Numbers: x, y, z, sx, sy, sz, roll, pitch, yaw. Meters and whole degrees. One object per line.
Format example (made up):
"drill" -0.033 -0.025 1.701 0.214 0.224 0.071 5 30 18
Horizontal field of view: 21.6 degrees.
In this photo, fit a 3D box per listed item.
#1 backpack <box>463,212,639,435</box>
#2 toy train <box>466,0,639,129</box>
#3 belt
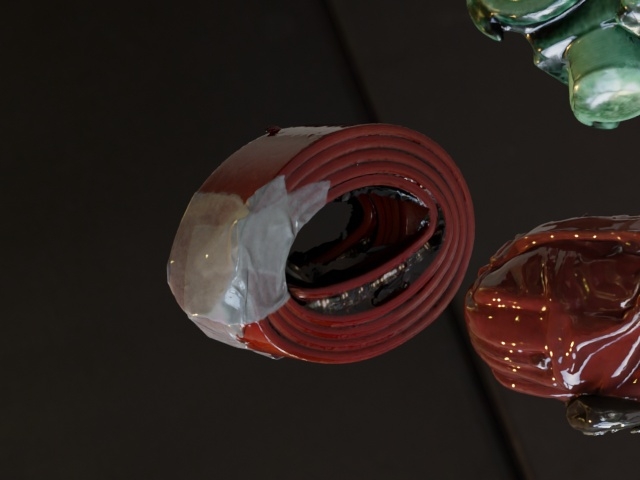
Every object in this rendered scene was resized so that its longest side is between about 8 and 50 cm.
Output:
"backpack" 0.205 0.042 1.174 0.229 0.229 0.139 -97 -8 -75
"toy train" 0.218 -0.221 1.067 0.167 0.238 0.299 29 -131 -44
"belt" 0.000 0.000 1.619 0.115 0.324 0.227 3 105 49
